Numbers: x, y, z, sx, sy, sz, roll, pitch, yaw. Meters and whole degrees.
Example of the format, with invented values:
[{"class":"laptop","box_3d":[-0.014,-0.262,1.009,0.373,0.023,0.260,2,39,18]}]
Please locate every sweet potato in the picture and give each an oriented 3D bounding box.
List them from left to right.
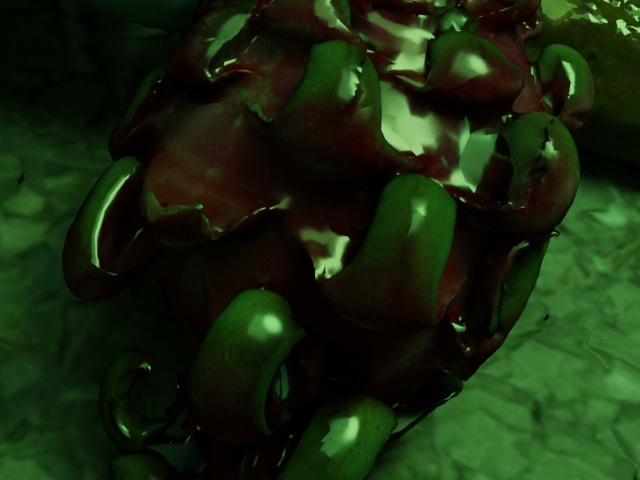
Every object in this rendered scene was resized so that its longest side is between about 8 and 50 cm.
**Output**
[{"class":"sweet potato","box_3d":[0.105,-0.096,0.970,0.341,0.092,0.114,13,72,-3]}]

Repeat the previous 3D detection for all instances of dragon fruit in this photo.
[{"class":"dragon fruit","box_3d":[-0.001,-0.009,0.786,0.218,0.198,0.273,1,42,22]}]

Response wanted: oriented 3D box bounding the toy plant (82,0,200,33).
[{"class":"toy plant","box_3d":[-0.120,-0.195,0.855,0.332,0.247,0.247,-11,51,-6]}]
